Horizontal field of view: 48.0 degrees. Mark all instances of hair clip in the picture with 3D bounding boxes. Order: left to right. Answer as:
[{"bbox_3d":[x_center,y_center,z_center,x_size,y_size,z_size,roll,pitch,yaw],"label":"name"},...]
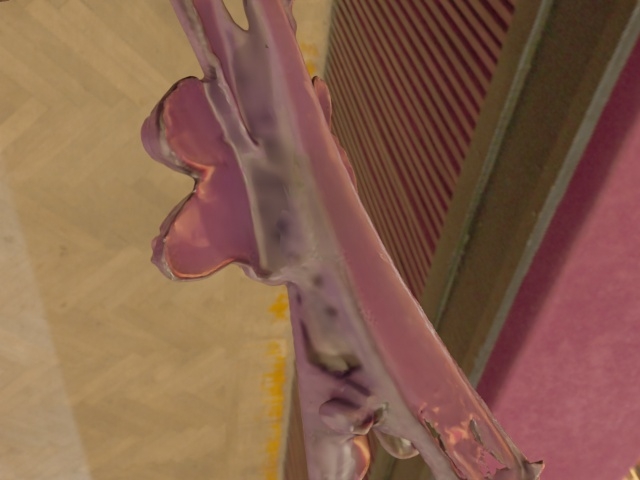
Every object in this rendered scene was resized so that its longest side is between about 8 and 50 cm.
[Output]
[{"bbox_3d":[-0.007,0.008,0.330,0.137,0.279,0.090,-24,176,-42],"label":"hair clip"}]
